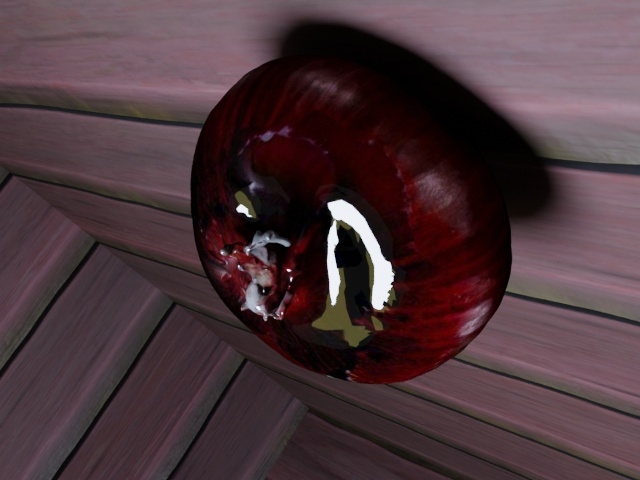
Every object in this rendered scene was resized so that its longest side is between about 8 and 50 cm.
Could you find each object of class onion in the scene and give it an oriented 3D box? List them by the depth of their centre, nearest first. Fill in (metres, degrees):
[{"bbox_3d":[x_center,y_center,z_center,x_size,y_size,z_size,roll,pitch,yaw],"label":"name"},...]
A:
[{"bbox_3d":[0.000,0.000,0.846,0.273,0.285,0.273,18,125,27],"label":"onion"}]
